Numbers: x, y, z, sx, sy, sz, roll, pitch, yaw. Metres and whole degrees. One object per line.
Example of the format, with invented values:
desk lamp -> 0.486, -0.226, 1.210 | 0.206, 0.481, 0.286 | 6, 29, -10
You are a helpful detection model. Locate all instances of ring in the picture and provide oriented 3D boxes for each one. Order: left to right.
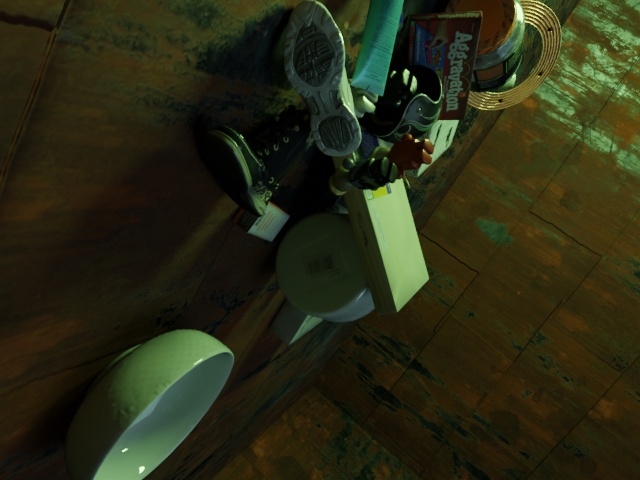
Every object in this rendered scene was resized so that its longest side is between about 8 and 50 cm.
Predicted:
ring -> 0.560, -0.553, 1.531 | 0.336, 0.032, 0.337 | -7, 132, -8

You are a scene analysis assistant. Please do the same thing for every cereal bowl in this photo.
cereal bowl -> -0.326, 0.295, 0.937 | 0.339, 0.141, 0.339 | -49, 165, -18

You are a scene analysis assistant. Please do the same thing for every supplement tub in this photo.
supplement tub -> 0.395, -0.491, 1.239 | 0.194, 0.193, 0.316 | -57, 165, 13

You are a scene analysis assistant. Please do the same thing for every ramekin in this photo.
ramekin -> 0.025, 0.061, 1.231 | 0.277, 0.277, 0.135 | -55, 157, 8

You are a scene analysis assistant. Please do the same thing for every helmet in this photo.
helmet -> 0.183, -0.296, 1.106 | 0.161, 0.169, 0.169 | -16, 143, -42

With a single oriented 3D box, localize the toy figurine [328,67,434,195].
toy figurine -> 0.092, -0.203, 0.957 | 0.209, 0.148, 0.213 | -33, 111, -41

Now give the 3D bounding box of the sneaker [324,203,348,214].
sneaker -> 0.000, 0.000, 1.396 | 0.094, 0.090, 0.235 | -4, 126, -54

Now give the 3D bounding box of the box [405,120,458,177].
box -> 0.331, -0.327, 1.540 | 0.290, 0.087, 0.169 | -43, 151, -45

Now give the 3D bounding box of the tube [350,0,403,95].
tube -> 0.099, -0.346, 0.816 | 0.080, 0.052, 0.207 | 3, 104, -38

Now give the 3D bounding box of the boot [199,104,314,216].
boot -> -0.087, -0.152, 0.782 | 0.179, 0.085, 0.236 | -54, 165, -13

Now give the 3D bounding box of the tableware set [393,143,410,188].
tableware set -> 0.215, -0.210, 1.367 | 0.194, 0.039, 0.128 | -83, 168, -65

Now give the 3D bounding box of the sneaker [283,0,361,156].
sneaker -> 0.001, -0.249, 0.773 | 0.115, 0.090, 0.232 | -91, 169, -52

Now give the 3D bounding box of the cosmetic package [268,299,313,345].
cosmetic package -> 0.010, 0.145, 1.698 | 0.377, 0.097, 0.284 | -59, 167, 19

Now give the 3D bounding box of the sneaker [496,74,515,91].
sneaker -> 0.534, -0.563, 1.718 | 0.256, 0.151, 0.094 | -116, -141, -71

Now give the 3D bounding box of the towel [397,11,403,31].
towel -> 0.143, -0.422, 0.989 | 0.060, 0.009, 0.083 | -52, 165, -7

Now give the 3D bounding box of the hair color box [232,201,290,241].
hair color box -> -0.114, -0.044, 1.001 | 0.072, 0.043, 0.141 | -54, 166, 1

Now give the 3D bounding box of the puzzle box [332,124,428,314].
puzzle box -> 0.143, -0.064, 1.167 | 0.052, 0.409, 0.272 | -14, -176, 29

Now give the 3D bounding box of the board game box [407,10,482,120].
board game box -> 0.268, -0.379, 1.138 | 0.281, 0.145, 0.027 | 77, 15, -57
